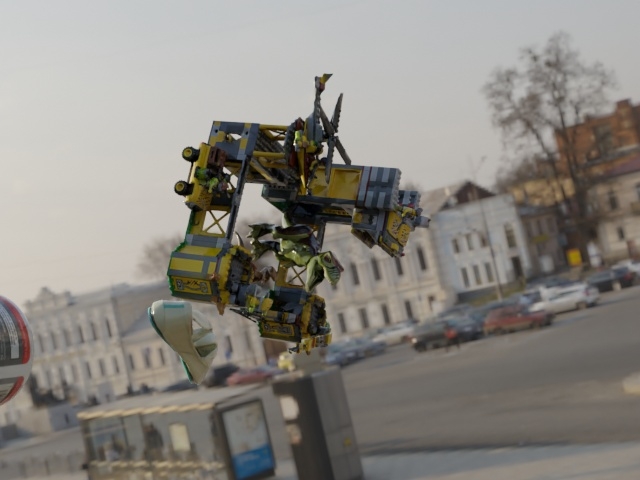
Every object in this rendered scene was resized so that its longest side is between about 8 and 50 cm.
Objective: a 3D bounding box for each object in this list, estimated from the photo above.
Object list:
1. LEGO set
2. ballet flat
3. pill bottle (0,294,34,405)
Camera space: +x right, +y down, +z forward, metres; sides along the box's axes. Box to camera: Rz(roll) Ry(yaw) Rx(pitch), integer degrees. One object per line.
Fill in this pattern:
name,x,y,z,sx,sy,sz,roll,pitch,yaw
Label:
LEGO set,0.000,0.000,1.037,0.192,0.254,0.331,6,-21,23
ballet flat,-0.212,0.168,1.590,0.086,0.086,0.248,-13,-31,2
pill bottle,-0.649,0.184,1.523,0.210,0.210,0.363,-14,-8,20
